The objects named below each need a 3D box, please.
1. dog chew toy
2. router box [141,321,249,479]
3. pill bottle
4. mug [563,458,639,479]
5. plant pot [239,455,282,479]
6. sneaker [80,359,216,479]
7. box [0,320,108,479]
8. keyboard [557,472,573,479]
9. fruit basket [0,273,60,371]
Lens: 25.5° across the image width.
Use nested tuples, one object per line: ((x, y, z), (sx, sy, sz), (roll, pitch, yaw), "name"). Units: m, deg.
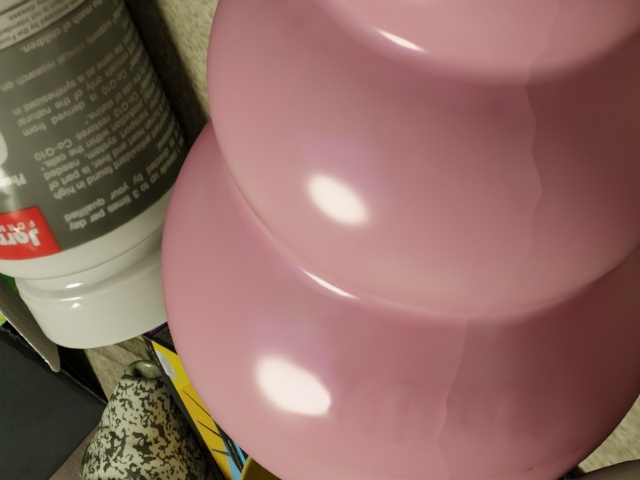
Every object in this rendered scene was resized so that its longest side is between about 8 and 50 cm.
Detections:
((0.047, -0.044, 0.515), (0.206, 0.206, 0.332), (42, 146, 26), "dog chew toy")
((-0.068, 0.153, 1.177), (0.133, 0.046, 0.179), (21, 141, 52), "router box")
((-0.180, -0.078, 0.928), (0.161, 0.161, 0.283), (22, 141, 51), "pill bottle")
((0.194, 0.257, 0.593), (0.374, 0.276, 0.328), (10, 142, 14), "mug")
((0.024, 0.180, 0.963), (0.095, 0.134, 0.134), (41, 169, -39), "plant pot")
((-0.155, 0.210, 1.360), (0.410, 0.158, 0.182), (125, 149, -78), "sneaker")
((-0.591, 0.188, 1.601), (0.471, 0.480, 0.297), (38, 173, 35), "box")
((0.161, 0.210, 0.853), (0.180, 0.023, 0.108), (59, 149, -8), "keyboard")
((-0.343, -0.022, 1.222), (0.327, 0.165, 0.353), (51, 179, -10), "fruit basket")
